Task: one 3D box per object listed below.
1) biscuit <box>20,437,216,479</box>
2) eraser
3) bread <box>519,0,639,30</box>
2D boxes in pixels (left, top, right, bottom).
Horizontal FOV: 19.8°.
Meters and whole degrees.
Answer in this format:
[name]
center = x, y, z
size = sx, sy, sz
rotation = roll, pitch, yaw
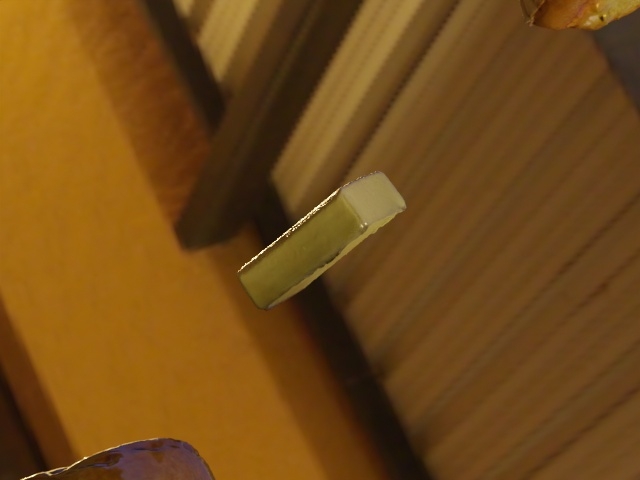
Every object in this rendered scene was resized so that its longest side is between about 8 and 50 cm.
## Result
[biscuit]
center = -0.274, 0.277, 1.577
size = 0.350, 0.394, 0.070
rotation = 88, -24, -63
[eraser]
center = 0.000, 0.000, 1.986
size = 0.172, 0.117, 0.058
rotation = -39, -95, 29
[bread]
center = 0.299, -0.315, 1.733
size = 0.288, 0.153, 0.119
rotation = -50, -123, 47
